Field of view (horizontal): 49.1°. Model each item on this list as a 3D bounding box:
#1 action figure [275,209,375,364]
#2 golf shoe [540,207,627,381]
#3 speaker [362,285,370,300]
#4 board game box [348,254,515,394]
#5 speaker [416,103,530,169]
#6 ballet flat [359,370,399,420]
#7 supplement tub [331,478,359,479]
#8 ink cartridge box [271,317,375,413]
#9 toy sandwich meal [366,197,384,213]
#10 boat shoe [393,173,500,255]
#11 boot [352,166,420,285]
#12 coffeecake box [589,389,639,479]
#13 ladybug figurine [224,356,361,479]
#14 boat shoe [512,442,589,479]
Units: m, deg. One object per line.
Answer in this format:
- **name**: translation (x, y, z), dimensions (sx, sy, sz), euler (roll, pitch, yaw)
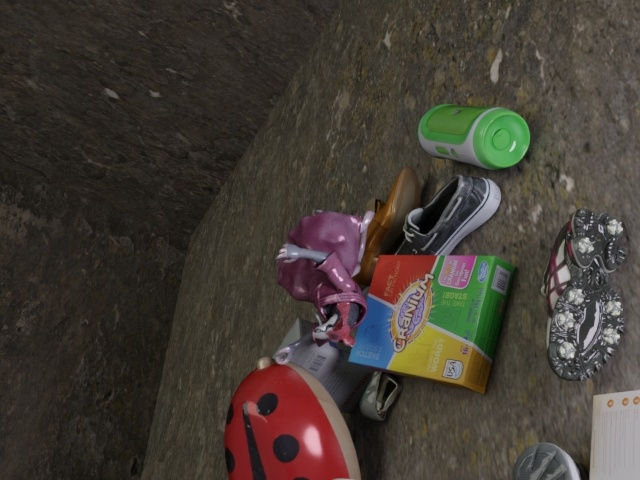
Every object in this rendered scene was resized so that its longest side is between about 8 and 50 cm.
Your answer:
- **action figure**: translation (0.026, 0.109, 1.493), dimensions (0.370, 0.276, 0.248), euler (-119, 32, -54)
- **golf shoe**: translation (0.387, 0.088, 1.056), dimensions (0.120, 0.105, 0.273), euler (120, 171, -66)
- **speaker**: translation (0.126, 0.175, 1.644), dimensions (0.055, 0.055, 0.136), euler (-50, 28, 40)
- **board game box**: translation (0.206, 0.150, 1.360), dimensions (0.316, 0.064, 0.242), euler (-2, 67, 54)
- **speaker**: translation (0.314, -0.223, 1.483), dimensions (0.131, 0.131, 0.296), euler (-66, 21, 4)
- **ballet flat**: translation (0.148, 0.280, 1.493), dimensions (0.068, 0.072, 0.213), euler (15, 83, 42)
- **supplement tub**: translation (0.075, 0.560, 1.183), dimensions (0.191, 0.191, 0.272), euler (-33, 40, 57)
- **ink cartridge box**: translation (0.007, 0.289, 1.602), dimensions (0.154, 0.212, 0.093), euler (-58, 19, 27)
- **toy sandwich meal**: translation (0.143, -0.075, 1.890), dimensions (0.085, 0.029, 0.085), euler (-51, 26, 37)
- **boat shoe**: translation (0.233, -0.031, 1.494), dimensions (0.335, 0.119, 0.121), euler (-51, 26, 38)
- **boot**: translation (0.124, -0.035, 1.716), dimensions (0.211, 0.104, 0.295), euler (1, 76, 44)
- **coffeecake box**: translation (0.414, 0.252, 0.829), dimensions (0.185, 0.068, 0.142), euler (-32, 41, 58)
- **ladybug figurine**: translation (-0.077, 0.464, 1.446), dimensions (0.305, 0.162, 0.449), euler (-25, 76, 32)
- **boat shoe**: translation (0.322, 0.418, 0.874), dimensions (0.118, 0.103, 0.320), euler (-35, 41, 33)
